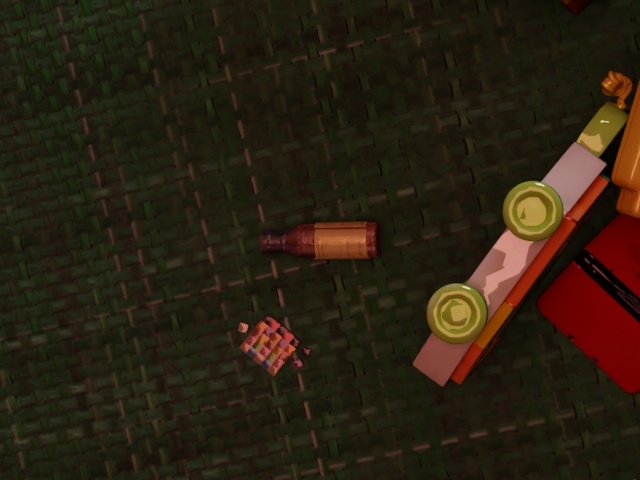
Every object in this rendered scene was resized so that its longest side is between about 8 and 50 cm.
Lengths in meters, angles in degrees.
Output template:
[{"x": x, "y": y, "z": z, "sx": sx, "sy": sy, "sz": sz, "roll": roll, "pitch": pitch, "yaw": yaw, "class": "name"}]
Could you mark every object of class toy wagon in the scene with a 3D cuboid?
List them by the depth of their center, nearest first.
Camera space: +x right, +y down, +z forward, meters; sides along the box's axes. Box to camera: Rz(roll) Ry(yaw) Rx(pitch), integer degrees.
[{"x": 0.210, "y": -0.010, "z": 1.792, "sx": 0.068, "sy": 0.267, "sz": 0.344, "roll": 37, "pitch": 97, "yaw": 8, "class": "toy wagon"}]

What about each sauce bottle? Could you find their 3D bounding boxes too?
[{"x": 0.000, "y": 0.000, "z": 1.951, "sx": 0.128, "sy": 0.042, "sz": 0.042, "roll": 0, "pitch": 91, "yaw": 13, "class": "sauce bottle"}]

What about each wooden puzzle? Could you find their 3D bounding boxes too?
[{"x": -0.053, "y": 0.113, "z": 1.980, "sx": 0.083, "sy": 0.006, "sz": 0.049, "roll": 40, "pitch": 98, "yaw": 8, "class": "wooden puzzle"}]

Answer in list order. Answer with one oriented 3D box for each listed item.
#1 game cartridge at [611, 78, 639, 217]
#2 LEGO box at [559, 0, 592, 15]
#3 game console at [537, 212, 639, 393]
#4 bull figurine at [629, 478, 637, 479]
[{"x": 0.453, "y": -0.126, "z": 1.771, "sx": 0.324, "sy": 0.053, "sz": 0.285, "roll": 15, "pitch": 94, "yaw": -20, "class": "game cartridge"}, {"x": 0.276, "y": -0.528, "z": 1.744, "sx": 0.500, "sy": 0.193, "sz": 0.372, "roll": -46, "pitch": 74, "yaw": 10, "class": "LEGO box"}, {"x": 0.321, "y": 0.062, "z": 1.900, "sx": 0.144, "sy": 0.085, "sz": 0.124, "roll": 44, "pitch": 67, "yaw": 7, "class": "game console"}, {"x": 0.450, "y": 0.280, "z": 1.835, "sx": 0.310, "sy": 0.101, "sz": 0.188, "roll": -26, "pitch": 82, "yaw": 8, "class": "bull figurine"}]
